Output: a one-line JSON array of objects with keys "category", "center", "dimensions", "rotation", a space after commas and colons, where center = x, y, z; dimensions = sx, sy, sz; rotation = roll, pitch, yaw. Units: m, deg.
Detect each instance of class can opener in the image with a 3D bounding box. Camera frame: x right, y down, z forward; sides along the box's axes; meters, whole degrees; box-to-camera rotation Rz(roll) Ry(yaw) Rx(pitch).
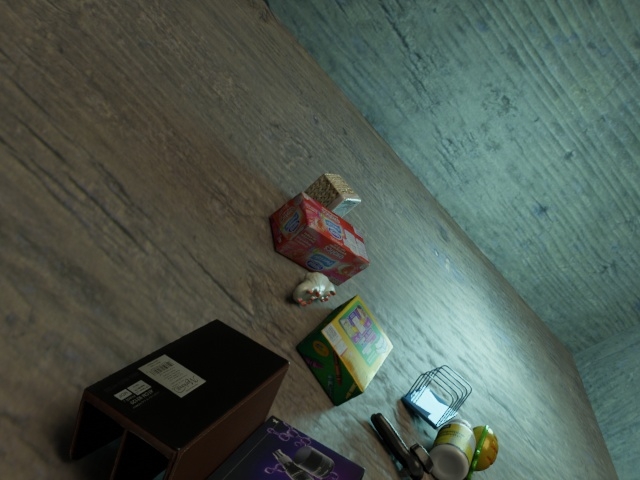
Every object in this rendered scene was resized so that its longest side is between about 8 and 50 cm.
[{"category": "can opener", "center": [0.181, 0.480, 1.419], "dimensions": [0.186, 0.059, 0.073], "rotation": [48, 51, 7]}]

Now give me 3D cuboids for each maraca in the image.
[{"category": "maraca", "center": [0.434, 0.585, 1.675], "dimensions": [0.099, 0.127, 0.185], "rotation": [16, 25, 21]}]

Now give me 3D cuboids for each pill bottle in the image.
[{"category": "pill bottle", "center": [0.346, 0.537, 1.577], "dimensions": [0.103, 0.103, 0.184], "rotation": [56, 24, 3]}]

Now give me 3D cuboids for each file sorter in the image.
[{"category": "file sorter", "center": [0.320, 0.415, 1.643], "dimensions": [0.118, 0.105, 0.170], "rotation": [38, 17, 26]}]

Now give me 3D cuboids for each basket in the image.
[{"category": "basket", "center": [0.009, -0.103, 1.709], "dimensions": [0.103, 0.167, 0.113], "rotation": [56, 24, 15]}]

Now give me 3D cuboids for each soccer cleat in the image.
[{"category": "soccer cleat", "center": [-0.025, 0.114, 1.498], "dimensions": [0.076, 0.068, 0.196], "rotation": [57, 17, 16]}]

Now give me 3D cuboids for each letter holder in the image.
[{"category": "letter holder", "center": [-0.205, 0.280, 0.893], "dimensions": [0.151, 0.215, 0.302], "rotation": [27, 19, 17]}]

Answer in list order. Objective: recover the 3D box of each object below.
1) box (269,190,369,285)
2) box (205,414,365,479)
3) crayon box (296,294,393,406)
[{"category": "box", "center": [0.000, 0.000, 1.609], "dimensions": [0.256, 0.122, 0.128], "rotation": [32, 33, -41]}, {"category": "box", "center": [-0.070, 0.397, 0.896], "dimensions": [0.184, 0.103, 0.261], "rotation": [22, 21, 18]}, {"category": "crayon box", "center": [0.067, 0.254, 1.460], "dimensions": [0.165, 0.081, 0.278], "rotation": [56, 24, 1]}]
